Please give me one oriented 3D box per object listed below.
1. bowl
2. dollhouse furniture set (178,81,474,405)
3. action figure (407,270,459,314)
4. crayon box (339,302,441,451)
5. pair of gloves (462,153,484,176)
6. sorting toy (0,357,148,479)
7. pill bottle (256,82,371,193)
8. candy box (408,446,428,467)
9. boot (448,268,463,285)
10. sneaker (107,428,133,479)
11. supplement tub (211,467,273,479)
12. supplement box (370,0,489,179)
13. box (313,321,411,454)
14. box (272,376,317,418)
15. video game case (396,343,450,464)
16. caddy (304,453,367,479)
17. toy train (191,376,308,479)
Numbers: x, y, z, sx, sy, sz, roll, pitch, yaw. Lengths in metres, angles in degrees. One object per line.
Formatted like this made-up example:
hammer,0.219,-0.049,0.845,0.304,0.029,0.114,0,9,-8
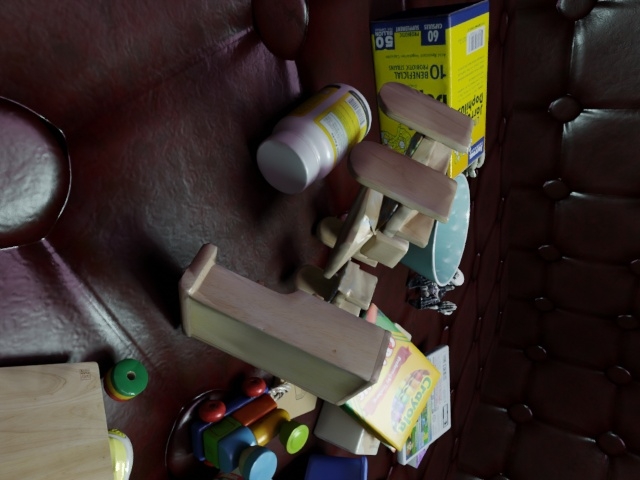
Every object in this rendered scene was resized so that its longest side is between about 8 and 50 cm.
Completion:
bowl,0.298,-0.040,1.222,0.311,0.163,0.311,-23,118,-52
dollhouse furniture set,0.000,0.000,0.666,0.362,0.256,0.394,117,-2,-57
action figure,0.399,0.172,1.469,0.276,0.141,0.164,2,86,-56
crayon box,0.138,0.310,0.958,0.318,0.081,0.202,46,65,-21
pair of gloves,0.377,-0.298,1.218,0.042,0.240,0.204,-19,121,-16
sorting toy,-0.292,0.193,0.421,0.274,0.046,0.132,17,45,-56
pill bottle,-0.009,-0.176,0.741,0.208,0.119,0.119,-49,137,-38
candy box,0.379,0.731,1.663,0.196,0.070,0.164,-30,123,-50
boot,0.437,0.093,1.580,0.069,0.086,0.190,-46,108,-30
sneaker,-0.305,0.330,0.473,0.126,0.091,0.240,28,68,-44
supplement tub,-0.165,0.491,0.625,0.272,0.191,0.191,-32,125,-50
supplement box,0.264,-0.351,1.029,0.195,0.194,0.356,-37,129,-36
box,0.111,0.355,1.084,0.148,0.121,0.311,41,65,-54
box,-0.040,0.272,0.918,0.164,0.021,0.201,14,86,-58
video game case,0.364,0.567,1.528,0.300,0.036,0.329,-11,101,-42
caddy,0.043,0.612,0.910,0.341,0.179,0.241,-48,145,-79
toy train,-0.076,0.303,0.733,0.248,0.143,0.105,-16,113,-47
